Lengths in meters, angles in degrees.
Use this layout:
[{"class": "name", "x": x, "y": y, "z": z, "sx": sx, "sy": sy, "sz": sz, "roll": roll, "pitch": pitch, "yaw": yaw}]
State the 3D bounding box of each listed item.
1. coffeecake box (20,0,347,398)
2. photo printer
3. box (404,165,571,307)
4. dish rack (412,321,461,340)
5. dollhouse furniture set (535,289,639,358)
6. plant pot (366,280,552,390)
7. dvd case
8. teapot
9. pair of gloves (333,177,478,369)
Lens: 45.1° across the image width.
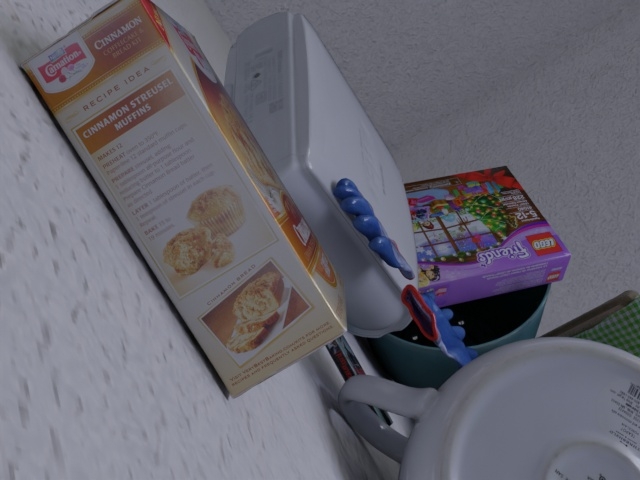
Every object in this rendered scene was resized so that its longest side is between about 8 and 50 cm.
[{"class": "coffeecake box", "x": -0.061, "y": -0.027, "z": 0.424, "sx": 0.186, "sy": 0.068, "sz": 0.142, "roll": 58, "pitch": 5, "yaw": -5}, {"class": "photo printer", "x": 0.014, "y": -0.056, "z": 0.837, "sx": 0.307, "sy": 0.107, "sz": 0.256, "roll": 51, "pitch": 26, "yaw": -43}, {"class": "box", "x": 0.171, "y": -0.003, "z": 1.085, "sx": 0.057, "sy": 0.293, "sz": 0.201, "roll": 92, "pitch": -18, "yaw": -45}, {"class": "dish rack", "x": 0.221, "y": 0.192, "z": 1.433, "sx": 0.271, "sy": 0.208, "sz": 0.074, "roll": -107, "pitch": 177, "yaw": -69}, {"class": "dollhouse furniture set", "x": 0.212, "y": 0.204, "z": 0.683, "sx": 0.198, "sy": 0.151, "sz": 0.301, "roll": 50, "pitch": -31, "yaw": 7}, {"class": "plant pot", "x": 0.199, "y": 0.116, "z": 1.199, "sx": 0.235, "sy": 0.292, "sz": 0.293, "roll": 79, "pitch": -12, "yaw": -47}, {"class": "dvd case", "x": 0.038, "y": 0.143, "z": 0.800, "sx": 0.120, "sy": 0.013, "sz": 0.087, "roll": 59, "pitch": 4, "yaw": 13}, {"class": "teapot", "x": 0.160, "y": 0.202, "z": 0.565, "sx": 0.187, "sy": 0.252, "sz": 0.256, "roll": 104, "pitch": -23, "yaw": -62}, {"class": "pair of gloves", "x": 0.076, "y": 0.030, "z": 0.663, "sx": 0.198, "sy": 0.023, "sz": 0.159, "roll": 59, "pitch": 9, "yaw": 26}]
